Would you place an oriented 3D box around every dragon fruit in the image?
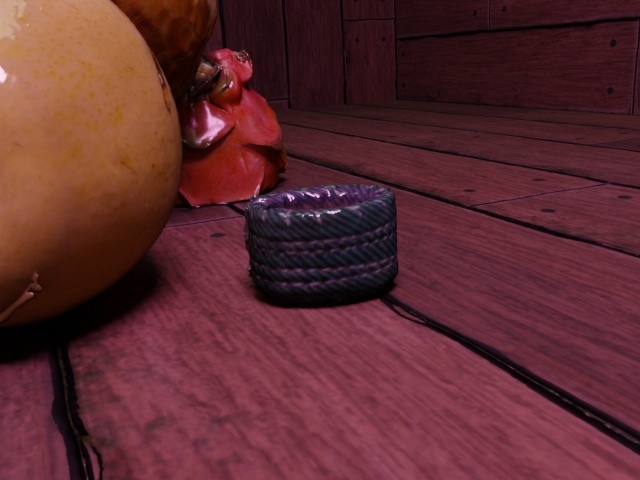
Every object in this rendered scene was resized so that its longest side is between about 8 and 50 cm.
[{"bbox_3d":[-0.204,-0.187,1.077,0.305,0.226,0.305,-5,17,1],"label":"dragon fruit"}]

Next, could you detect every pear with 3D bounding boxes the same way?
[{"bbox_3d":[-0.268,-0.077,0.554,0.309,0.310,0.309,-3,15,1],"label":"pear"}]

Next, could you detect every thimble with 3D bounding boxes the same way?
[{"bbox_3d":[0.003,0.000,0.598,0.135,0.090,0.118,-9,16,-19],"label":"thimble"}]

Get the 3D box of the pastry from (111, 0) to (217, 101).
[{"bbox_3d":[-0.305,-0.290,0.785,0.388,0.389,0.313,-6,53,-10],"label":"pastry"}]
